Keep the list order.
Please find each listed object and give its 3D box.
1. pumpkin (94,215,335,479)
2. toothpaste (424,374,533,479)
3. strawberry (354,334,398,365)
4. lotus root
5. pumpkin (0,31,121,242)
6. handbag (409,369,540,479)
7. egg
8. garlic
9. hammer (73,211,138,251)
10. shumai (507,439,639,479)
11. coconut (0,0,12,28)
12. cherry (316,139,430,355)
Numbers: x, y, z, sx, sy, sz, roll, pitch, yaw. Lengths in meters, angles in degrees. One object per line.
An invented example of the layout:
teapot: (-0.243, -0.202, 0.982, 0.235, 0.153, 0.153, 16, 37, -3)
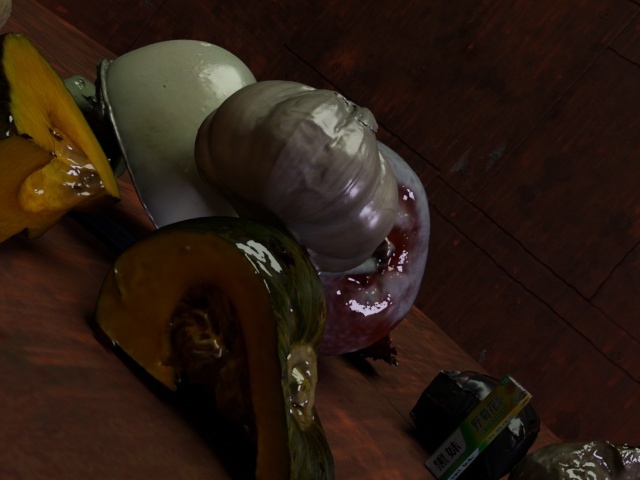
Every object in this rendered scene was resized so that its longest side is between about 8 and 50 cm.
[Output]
pumpkin: (-0.096, 0.116, 0.639, 0.139, 0.190, 0.280, 24, 61, -70)
toothpaste: (0.225, 0.270, 0.983, 0.043, 0.178, 0.037, 45, 8, 34)
strawberry: (0.065, 0.123, 1.224, 0.175, 0.107, 0.236, -115, -168, -74)
lotus root: (-0.315, -0.140, 0.947, 0.138, 0.119, 0.235, 40, 8, -7)
pumpkin: (-0.276, -0.084, 0.570, 0.149, 0.130, 0.254, 64, -1, 5)
handbag: (0.252, 0.290, 1.109, 0.169, 0.155, 0.215, 34, 4, 27)
egg: (-0.143, -0.116, 0.874, 0.264, 0.174, 0.286, -100, 172, -62)
garlic: (-0.017, -0.073, 0.727, 0.228, 0.152, 0.228, 27, -25, 14)
hammer: (-0.265, -0.025, 0.813, 0.290, 0.037, 0.137, 40, 5, -6)
shumai: (0.425, 0.459, 0.960, 0.346, 0.217, 0.283, 27, 42, -16)
coconut: (-0.391, -0.234, 0.477, 0.329, 0.329, 0.329, 40, 7, -5)
cherry: (0.002, -0.012, 1.011, 0.291, 0.326, 0.335, -10, 45, -36)
